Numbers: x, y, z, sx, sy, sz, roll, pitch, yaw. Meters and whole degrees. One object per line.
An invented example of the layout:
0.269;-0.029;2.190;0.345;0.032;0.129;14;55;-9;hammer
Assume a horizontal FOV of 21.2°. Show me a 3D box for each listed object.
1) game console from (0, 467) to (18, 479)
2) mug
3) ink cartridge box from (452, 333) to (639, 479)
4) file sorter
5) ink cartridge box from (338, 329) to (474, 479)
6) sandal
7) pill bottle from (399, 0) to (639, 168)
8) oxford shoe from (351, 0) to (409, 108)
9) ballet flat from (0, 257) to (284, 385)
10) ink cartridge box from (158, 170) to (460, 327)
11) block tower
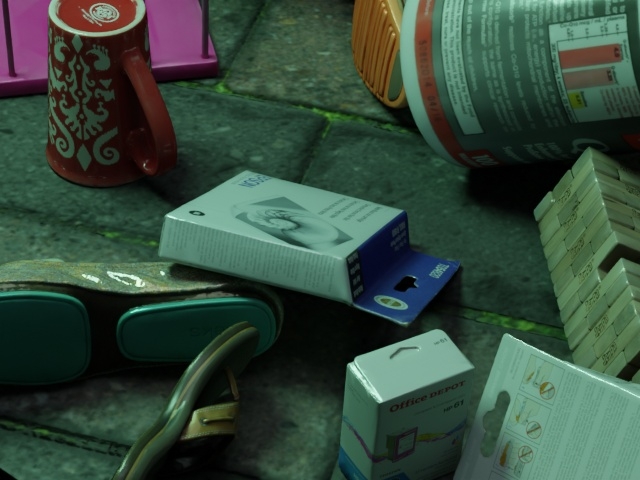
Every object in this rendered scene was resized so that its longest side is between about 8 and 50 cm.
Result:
-0.377;0.207;1.305;0.361;0.044;0.213;27;46;26;game console
-0.192;-0.147;1.632;0.150;0.169;0.113;14;41;12;mug
0.198;0.170;1.321;0.179;0.145;0.045;25;11;40;ink cartridge box
-0.267;-0.288;1.780;0.291;0.182;0.202;-7;41;-11;file sorter
0.066;0.139;1.351;0.088;0.122;0.052;-19;45;-23;ink cartridge box
-0.102;0.153;1.357;0.060;0.090;0.219;31;44;6;sandal
0.274;-0.183;1.579;0.363;0.210;0.210;-4;33;34;pill bottle
0.100;-0.267;1.829;0.133;0.130;0.363;4;41;-11;oxford shoe
-0.192;0.061;1.457;0.316;0.107;0.106;2;28;-13;ballet flat
0.000;0.000;1.502;0.224;0.045;0.223;15;16;12;ink cartridge box
0.267;0.057;1.464;0.097;0.091;0.335;22;35;-21;block tower
